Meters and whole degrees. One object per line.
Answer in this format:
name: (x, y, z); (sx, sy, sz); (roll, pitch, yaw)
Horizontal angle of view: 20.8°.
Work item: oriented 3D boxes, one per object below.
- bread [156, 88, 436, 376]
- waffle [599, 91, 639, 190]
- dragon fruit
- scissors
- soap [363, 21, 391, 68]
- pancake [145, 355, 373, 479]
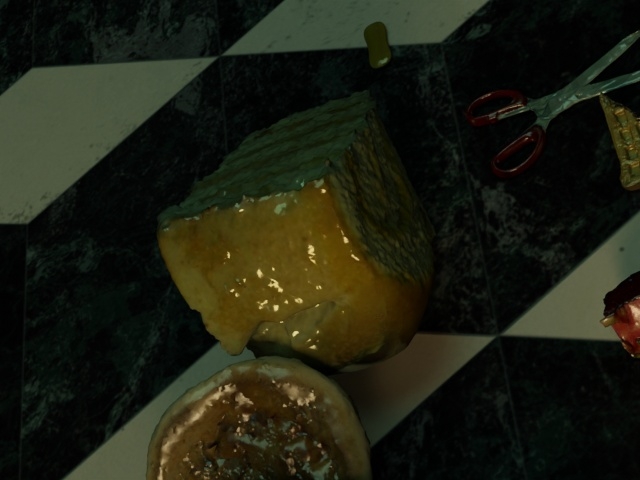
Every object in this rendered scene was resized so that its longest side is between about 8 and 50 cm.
bread: (0.004, 0.001, 2.049); (0.239, 0.264, 0.395); (-23, 12, 20)
waffle: (0.388, -0.131, 2.066); (0.097, 0.023, 0.153); (-22, 50, 16)
dragon fruit: (0.359, 0.087, 1.870); (0.102, 0.096, 0.147); (-24, 3, 11)
scissors: (0.306, -0.179, 2.171); (0.247, 0.017, 0.144); (-29, 46, 9)
soap: (0.078, -0.269, 2.395); (0.034, 0.012, 0.089); (-25, 46, 15)
pancake: (-0.063, 0.267, 1.924); (0.282, 0.049, 0.282); (1, 95, 15)
